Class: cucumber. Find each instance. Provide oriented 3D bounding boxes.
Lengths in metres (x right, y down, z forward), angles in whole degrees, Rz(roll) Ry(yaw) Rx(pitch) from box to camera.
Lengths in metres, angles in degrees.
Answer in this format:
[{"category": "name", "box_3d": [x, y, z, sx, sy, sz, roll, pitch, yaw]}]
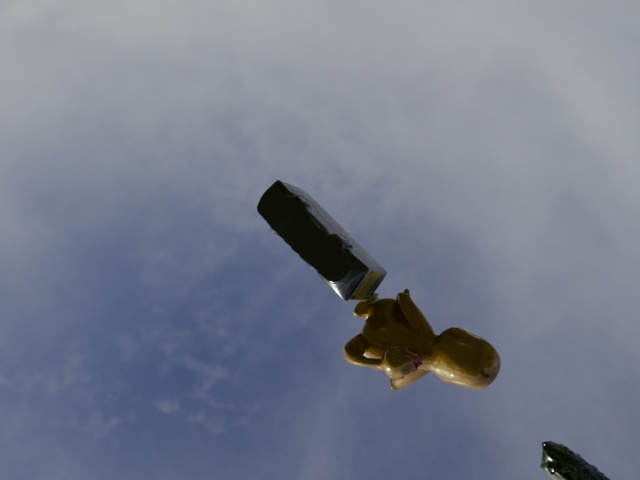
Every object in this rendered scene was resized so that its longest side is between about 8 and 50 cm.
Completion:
[{"category": "cucumber", "box_3d": [0.310, 0.278, 0.869, 0.043, 0.257, 0.044, -49, -169, 17]}]

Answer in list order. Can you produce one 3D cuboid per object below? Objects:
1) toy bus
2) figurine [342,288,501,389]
[{"category": "toy bus", "box_3d": [0.000, 0.000, 1.021, 0.172, 0.072, 0.057, 46, -71, 33]}, {"category": "figurine", "box_3d": [0.107, 0.123, 0.968, 0.176, 0.121, 0.122, 9, -166, 23]}]
